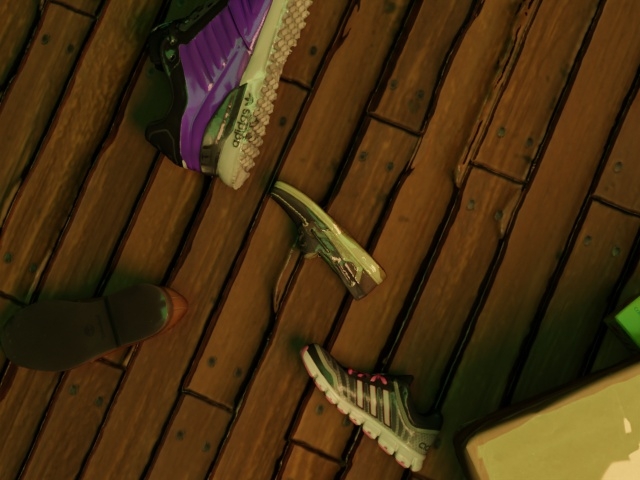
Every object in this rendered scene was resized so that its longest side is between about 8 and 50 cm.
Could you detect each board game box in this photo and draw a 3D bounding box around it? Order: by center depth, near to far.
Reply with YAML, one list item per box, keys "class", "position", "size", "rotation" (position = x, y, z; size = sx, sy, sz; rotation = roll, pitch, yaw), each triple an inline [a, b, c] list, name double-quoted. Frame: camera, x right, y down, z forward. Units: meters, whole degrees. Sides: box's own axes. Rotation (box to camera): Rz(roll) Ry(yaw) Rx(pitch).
- class: "board game box"
  position: [0.356, 0.133, 1.208]
  size: [0.043, 0.092, 0.181]
  rotation: [-39, 82, 1]

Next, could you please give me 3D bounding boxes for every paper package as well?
- class: "paper package"
  position: [0.312, 0.255, 1.072]
  size: [0.309, 0.168, 0.324]
  rotation: [-24, 84, 5]

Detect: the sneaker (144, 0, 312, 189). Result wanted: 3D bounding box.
- class: "sneaker"
  position: [-0.104, -0.213, 1.287]
  size: [0.146, 0.102, 0.293]
  rotation: [18, 86, 8]

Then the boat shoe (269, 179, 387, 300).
- class: "boat shoe"
  position: [0.000, 0.000, 1.277]
  size: [0.152, 0.056, 0.049]
  rotation: [42, 84, 8]

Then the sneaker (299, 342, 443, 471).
- class: "sneaker"
  position: [0.056, 0.153, 1.253]
  size: [0.170, 0.063, 0.075]
  rotation: [41, 90, 3]

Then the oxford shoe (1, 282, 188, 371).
- class: "oxford shoe"
  position: [-0.234, 0.092, 1.289]
  size: [0.212, 0.076, 0.076]
  rotation: [-11, 85, 20]
